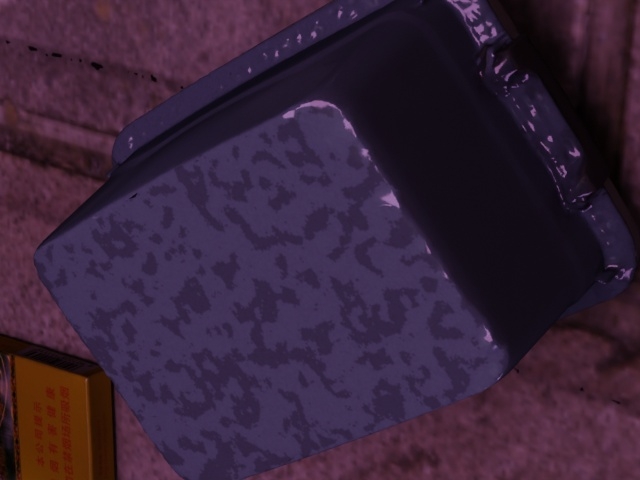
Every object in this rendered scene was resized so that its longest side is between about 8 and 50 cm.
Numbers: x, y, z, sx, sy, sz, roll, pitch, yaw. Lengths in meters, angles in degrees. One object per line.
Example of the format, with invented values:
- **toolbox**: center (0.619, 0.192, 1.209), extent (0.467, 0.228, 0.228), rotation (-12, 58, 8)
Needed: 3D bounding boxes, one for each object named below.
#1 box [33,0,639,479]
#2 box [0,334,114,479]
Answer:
- **box**: center (0.000, 0.000, 0.695), extent (0.227, 0.130, 0.162), rotation (-25, 103, 40)
- **box**: center (-0.177, 0.095, 0.933), extent (0.155, 0.023, 0.086), rotation (12, 114, 35)
